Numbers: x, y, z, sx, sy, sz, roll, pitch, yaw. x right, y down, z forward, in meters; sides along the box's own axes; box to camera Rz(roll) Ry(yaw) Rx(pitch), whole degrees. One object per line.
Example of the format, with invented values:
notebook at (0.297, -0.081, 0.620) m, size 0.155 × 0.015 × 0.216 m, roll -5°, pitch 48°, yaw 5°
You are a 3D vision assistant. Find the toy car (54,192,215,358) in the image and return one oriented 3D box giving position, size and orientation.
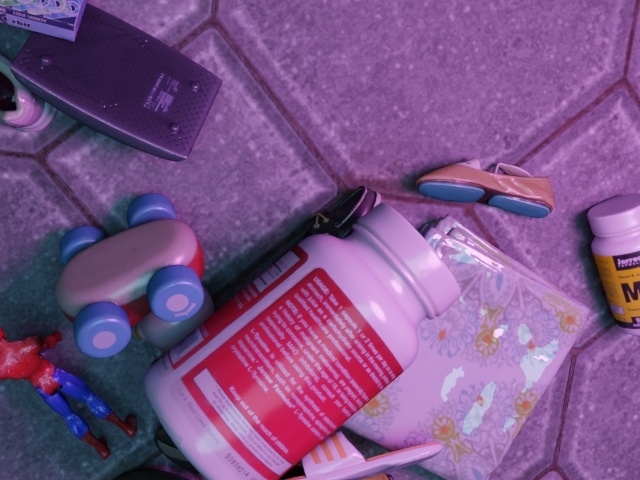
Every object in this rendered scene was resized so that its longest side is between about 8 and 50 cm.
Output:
toy car at (-0.243, 0.100, 1.173) m, size 0.210 × 0.219 × 0.238 m, roll -27°, pitch 131°, yaw -4°

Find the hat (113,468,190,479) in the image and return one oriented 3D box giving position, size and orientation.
hat at (-0.263, 0.513, 1.181) m, size 0.331 × 0.134 × 0.331 m, roll -2°, pitch 85°, yaw 19°

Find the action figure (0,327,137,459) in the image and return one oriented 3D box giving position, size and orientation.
action figure at (-0.402, 0.198, 1.200) m, size 0.091 × 0.139 × 0.280 m, roll -40°, pitch 126°, yaw -4°

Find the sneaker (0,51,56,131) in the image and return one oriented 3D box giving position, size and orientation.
sneaker at (-0.481, -0.240, 1.091) m, size 0.252 × 0.111 × 0.103 m, roll 31°, pitch 94°, yaw -13°

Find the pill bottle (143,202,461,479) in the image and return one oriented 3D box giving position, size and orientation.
pill bottle at (-0.018, 0.141, 1.099) m, size 0.407 × 0.229 × 0.229 m, roll -39°, pitch 103°, yaw -4°

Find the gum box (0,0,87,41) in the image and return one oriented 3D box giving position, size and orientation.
gum box at (-0.385, -0.371, 1.078) m, size 0.157 × 0.041 × 0.184 m, roll 13°, pitch 65°, yaw -12°

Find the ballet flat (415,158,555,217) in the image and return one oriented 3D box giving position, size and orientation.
ballet flat at (0.260, -0.091, 1.271) m, size 0.232 × 0.080 × 0.073 m, roll 12°, pitch 69°, yaw -14°

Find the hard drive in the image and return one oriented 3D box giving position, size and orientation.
hard drive at (-0.279, -0.220, 1.118) m, size 0.254 × 0.054 × 0.172 m, roll 27°, pitch 56°, yaw -15°

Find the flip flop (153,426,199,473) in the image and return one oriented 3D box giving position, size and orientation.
flip flop at (-0.122, 0.289, 1.253) m, size 0.277 × 0.080 × 0.112 m, roll -18°, pitch 125°, yaw 7°

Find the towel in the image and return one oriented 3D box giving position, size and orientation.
towel at (0.218, 0.187, 1.293) m, size 0.320 × 0.090 × 0.374 m, roll 31°, pitch 94°, yaw -12°

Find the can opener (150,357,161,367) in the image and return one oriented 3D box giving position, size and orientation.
can opener at (-0.121, 0.203, 1.243) m, size 0.280 × 0.093 × 0.074 m, roll -5°, pitch 101°, yaw -4°

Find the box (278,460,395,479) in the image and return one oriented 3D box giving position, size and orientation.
box at (0.006, 0.407, 1.310) m, size 0.232 × 0.058 × 0.087 m, roll 16°, pitch 96°, yaw -12°

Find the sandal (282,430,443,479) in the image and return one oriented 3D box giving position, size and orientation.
sandal at (0.054, 0.330, 1.241) m, size 0.265 × 0.102 × 0.076 m, roll -14°, pitch 67°, yaw -6°

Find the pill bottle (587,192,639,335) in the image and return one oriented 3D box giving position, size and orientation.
pill bottle at (0.511, 0.037, 1.301) m, size 0.119 × 0.119 × 0.209 m, roll -23°, pitch 102°, yaw -5°

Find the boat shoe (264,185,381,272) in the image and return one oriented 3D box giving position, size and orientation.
boat shoe at (0.000, 0.000, 1.228) m, size 0.068 × 0.081 × 0.228 m, roll 39°, pitch 94°, yaw -17°
